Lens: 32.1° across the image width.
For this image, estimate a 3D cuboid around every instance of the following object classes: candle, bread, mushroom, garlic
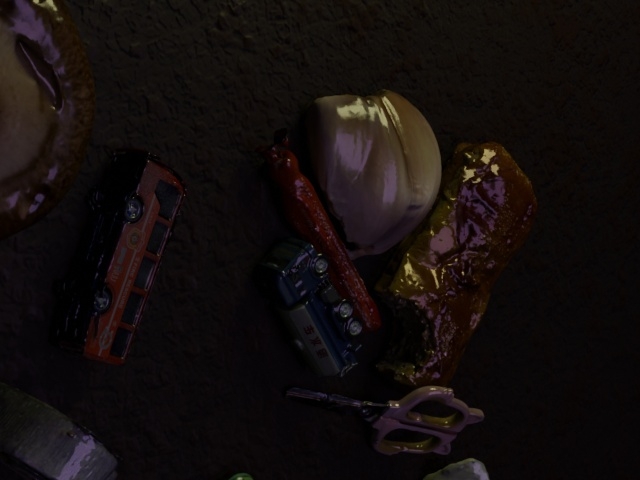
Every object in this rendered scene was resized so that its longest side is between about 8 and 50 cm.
[{"bbox_3d":[-0.288,0.210,1.140,0.168,0.192,0.068,33,67,4],"label":"candle"},{"bbox_3d":[0.185,0.038,1.609,0.185,0.109,0.380,47,65,-39],"label":"bread"},{"bbox_3d":[-0.369,-0.137,0.971,0.345,0.239,0.345,7,90,-67],"label":"mushroom"},{"bbox_3d":[0.085,-0.089,1.492,0.217,0.110,0.228,-19,108,-46],"label":"garlic"},{"bbox_3d":[0.000,0.000,1.457,0.048,0.051,0.329,-58,132,-40],"label":"candle"}]

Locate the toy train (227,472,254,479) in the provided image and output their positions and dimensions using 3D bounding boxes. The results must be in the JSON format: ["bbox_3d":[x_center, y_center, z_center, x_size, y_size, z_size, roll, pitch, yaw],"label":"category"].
[{"bbox_3d":[-0.134,0.392,1.355,0.253,0.105,0.157,-16,121,-43],"label":"toy train"}]

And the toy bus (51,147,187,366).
[{"bbox_3d":[-0.222,0.019,1.229,0.096,0.073,0.235,33,73,-52],"label":"toy bus"}]

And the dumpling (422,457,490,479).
[{"bbox_3d":[0.203,0.442,1.692,0.151,0.124,0.229,-8,98,-7],"label":"dumpling"}]

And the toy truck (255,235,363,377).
[{"bbox_3d":[-0.013,0.093,1.448,0.088,0.074,0.202,-42,124,-23],"label":"toy truck"}]

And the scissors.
[{"bbox_3d":[0.083,0.243,1.547,0.317,0.024,0.160,17,128,-31],"label":"scissors"}]
